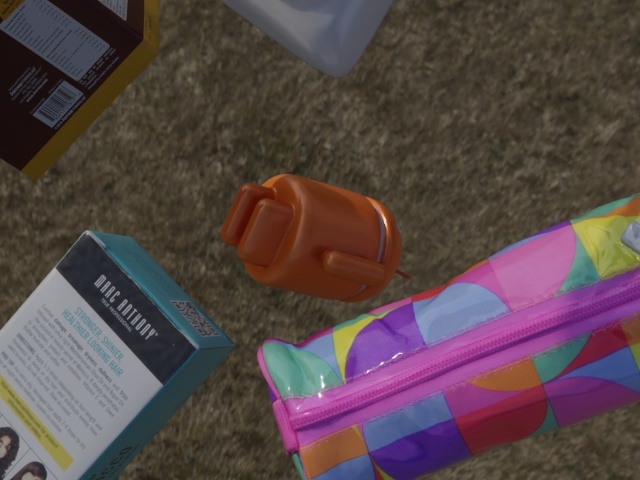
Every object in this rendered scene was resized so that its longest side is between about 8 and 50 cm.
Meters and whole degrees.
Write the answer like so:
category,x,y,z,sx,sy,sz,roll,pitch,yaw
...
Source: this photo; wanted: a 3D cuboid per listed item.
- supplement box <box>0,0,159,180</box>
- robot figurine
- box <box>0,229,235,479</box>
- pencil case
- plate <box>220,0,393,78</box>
category,x,y,z,sx,sy,sz,roll,pitch,yaw
supplement box,-0.286,-0.199,1.019,0.194,0.191,0.129,35,26,-31
robot figurine,-0.001,-0.001,1.213,0.219,0.158,0.128,15,68,-36
box,-0.172,0.117,0.658,0.100,0.060,0.244,45,99,14
pencil case,0.089,0.048,0.510,0.236,0.104,0.104,-25,66,9
plate,-0.030,-0.303,0.788,0.278,0.277,0.045,35,18,8
